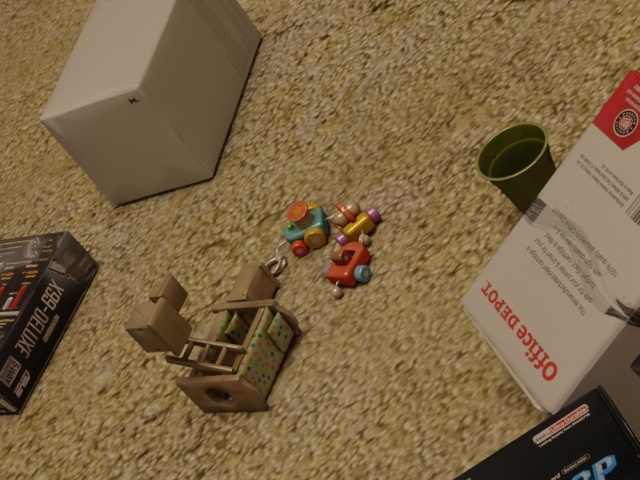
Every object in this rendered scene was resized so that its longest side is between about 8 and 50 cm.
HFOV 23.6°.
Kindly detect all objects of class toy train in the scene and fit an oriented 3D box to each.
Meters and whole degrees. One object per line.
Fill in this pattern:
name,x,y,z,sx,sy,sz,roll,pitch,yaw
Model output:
toy train,0.000,0.000,1.753,0.166,0.046,0.125,6,54,45

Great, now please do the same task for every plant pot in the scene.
plant pot,0.218,-0.068,1.609,0.083,0.079,0.083,-24,38,20

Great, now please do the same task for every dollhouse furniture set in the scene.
dollhouse furniture set,-0.099,0.067,1.664,0.101,0.161,0.182,-6,47,37

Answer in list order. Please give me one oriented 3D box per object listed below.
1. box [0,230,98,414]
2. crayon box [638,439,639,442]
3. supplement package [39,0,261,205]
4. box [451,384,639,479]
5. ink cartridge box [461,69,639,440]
box,-0.467,0.113,2.012,0.307,0.076,0.242,-7,45,36
crayon box,0.193,0.273,1.243,0.278,0.081,0.165,-22,38,22
supplement package,-0.226,-0.224,2.091,0.175,0.177,0.293,-14,41,30
box,0.169,0.236,1.189,0.220,0.051,0.175,-34,35,7
ink cartridge box,0.274,0.017,1.360,0.273,0.114,0.197,-54,32,14
